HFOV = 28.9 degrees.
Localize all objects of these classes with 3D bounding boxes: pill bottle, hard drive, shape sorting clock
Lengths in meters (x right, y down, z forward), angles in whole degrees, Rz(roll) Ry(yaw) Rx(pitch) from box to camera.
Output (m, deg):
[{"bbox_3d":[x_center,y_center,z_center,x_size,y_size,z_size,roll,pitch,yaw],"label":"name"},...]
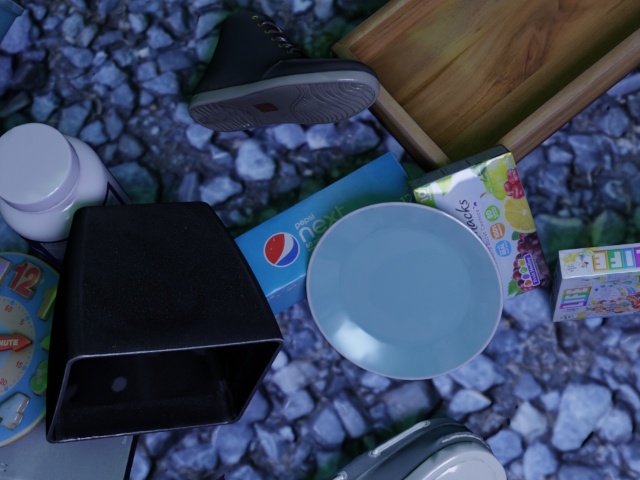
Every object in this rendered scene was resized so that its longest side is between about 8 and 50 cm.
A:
[{"bbox_3d":[-0.250,-0.039,1.204,0.108,0.193,0.108,-2,71,7],"label":"pill bottle"},{"bbox_3d":[-0.248,0.201,1.214,0.135,0.022,0.094,8,73,9],"label":"hard drive"},{"bbox_3d":[-0.331,0.107,1.231,0.206,0.040,0.206,-8,63,15],"label":"shape sorting clock"}]

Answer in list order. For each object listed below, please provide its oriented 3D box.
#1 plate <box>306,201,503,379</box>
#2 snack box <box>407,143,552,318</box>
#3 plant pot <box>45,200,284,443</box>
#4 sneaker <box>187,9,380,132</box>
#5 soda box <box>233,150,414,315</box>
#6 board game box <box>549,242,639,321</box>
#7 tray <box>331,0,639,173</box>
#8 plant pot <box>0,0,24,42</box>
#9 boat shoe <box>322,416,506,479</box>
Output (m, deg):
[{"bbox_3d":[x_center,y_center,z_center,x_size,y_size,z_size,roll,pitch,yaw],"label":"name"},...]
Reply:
[{"bbox_3d":[0.080,0.046,1.175,0.188,0.024,0.188,5,115,12],"label":"plate"},{"bbox_3d":[0.152,-0.008,1.184,0.100,0.037,0.141,-21,110,1],"label":"snack box"},{"bbox_3d":[-0.161,0.068,1.143,0.188,0.187,0.167,-4,60,-21],"label":"plant pot"},{"bbox_3d":[-0.034,-0.184,1.254,0.222,0.083,0.118,-2,65,33],"label":"sneaker"},{"bbox_3d":[0.000,0.000,1.226,0.210,0.067,0.071,-29,70,-3],"label":"soda box"},{"bbox_3d":[0.266,0.039,1.133,0.103,0.154,0.026,-5,72,6],"label":"board game box"},{"bbox_3d":[0.235,-0.238,1.274,0.411,0.076,0.203,-39,71,-5],"label":"tray"},{"bbox_3d":[-0.485,-0.193,1.261,0.271,0.271,0.255,29,91,15],"label":"plant pot"},{"bbox_3d":[0.019,0.272,1.136,0.319,0.116,0.099,-34,28,2],"label":"boat shoe"}]
